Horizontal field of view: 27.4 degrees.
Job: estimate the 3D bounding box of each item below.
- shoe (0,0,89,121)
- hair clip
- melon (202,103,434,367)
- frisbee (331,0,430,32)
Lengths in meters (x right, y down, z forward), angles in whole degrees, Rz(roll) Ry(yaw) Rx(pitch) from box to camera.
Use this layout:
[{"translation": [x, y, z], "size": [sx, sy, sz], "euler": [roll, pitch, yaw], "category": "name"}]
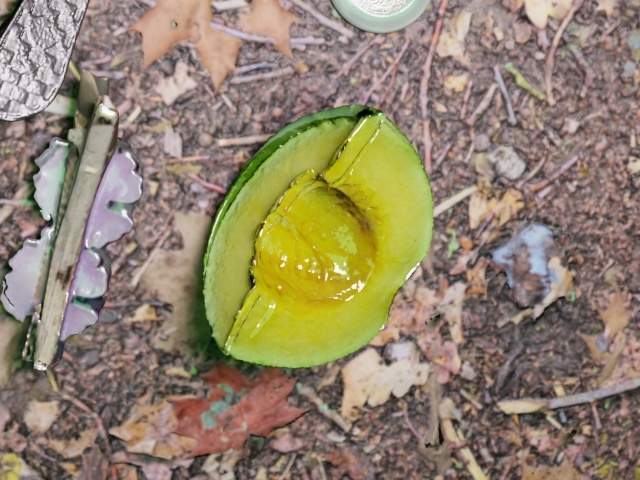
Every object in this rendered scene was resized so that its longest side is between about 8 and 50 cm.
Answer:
[{"translation": [-0.261, -0.188, 1.203], "size": [0.071, 0.049, 0.179], "euler": [27, 79, -29], "category": "shoe"}, {"translation": [-0.231, -0.013, 1.238], "size": [0.106, 0.084, 0.292], "euler": [12, 106, -20], "category": "hair clip"}, {"translation": [0.000, 0.000, 1.275], "size": [0.169, 0.129, 0.265], "euler": [29, 93, -40], "category": "melon"}, {"translation": [0.060, -0.256, 1.271], "size": [0.110, 0.014, 0.110], "euler": [-3, 105, -11], "category": "frisbee"}]
